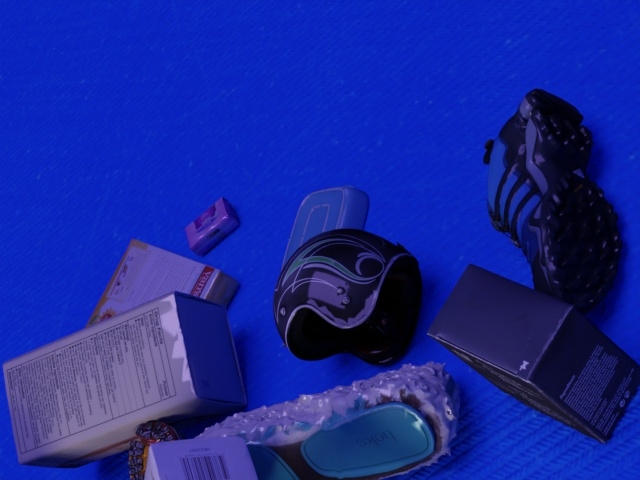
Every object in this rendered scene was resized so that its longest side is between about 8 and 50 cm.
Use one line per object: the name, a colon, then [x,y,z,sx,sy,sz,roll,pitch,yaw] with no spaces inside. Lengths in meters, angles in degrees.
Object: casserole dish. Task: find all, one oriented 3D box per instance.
casserole dish: [0.000,0.000,1.811,0.114,0.037,0.188,-8,57,42]

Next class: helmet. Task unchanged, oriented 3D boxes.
helmet: [0.026,0.068,1.633,0.161,0.169,0.169,8,67,31]

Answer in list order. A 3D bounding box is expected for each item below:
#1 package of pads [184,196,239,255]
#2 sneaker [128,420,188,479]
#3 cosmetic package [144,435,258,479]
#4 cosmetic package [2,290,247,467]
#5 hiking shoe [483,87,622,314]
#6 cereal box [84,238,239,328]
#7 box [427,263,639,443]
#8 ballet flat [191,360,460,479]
package of pads: [-0.162,-0.021,1.993,0.083,0.032,0.050,-40,41,16]
sneaker: [-0.190,0.347,1.708,0.088,0.093,0.225,-5,72,24]
cosmetic package: [-0.148,0.337,1.547,0.085,0.117,0.231,-114,30,-48]
cosmetic package: [-0.264,0.192,1.799,0.296,0.129,0.153,-21,70,24]
hiking shoe: [0.257,-0.025,1.536,0.132,0.113,0.304,-47,32,43]
cereal box: [-0.238,0.102,1.964,0.240,0.047,0.173,18,77,49]
box: [0.224,0.116,1.396,0.156,0.158,0.093,24,80,50]
ballet flat: [-0.004,0.237,1.586,0.409,0.147,0.147,-20,49,31]
